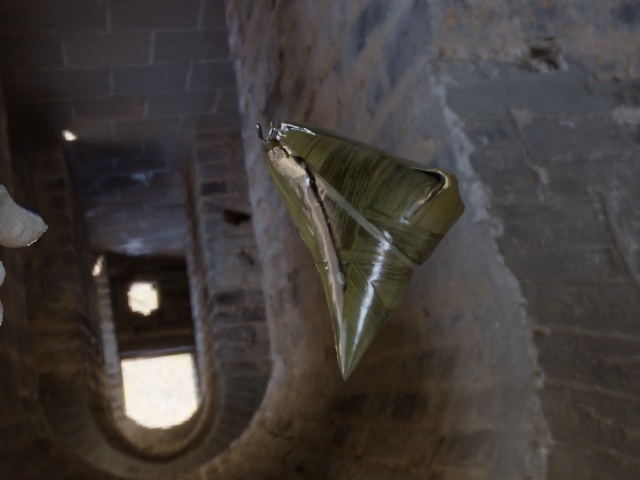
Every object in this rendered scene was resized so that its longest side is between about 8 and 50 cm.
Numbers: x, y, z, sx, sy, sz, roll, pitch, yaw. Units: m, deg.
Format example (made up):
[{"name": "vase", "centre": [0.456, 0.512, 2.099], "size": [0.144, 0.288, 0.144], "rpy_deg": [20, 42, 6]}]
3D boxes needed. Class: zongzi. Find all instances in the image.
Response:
[{"name": "zongzi", "centre": [-0.003, -0.001, 0.764], "size": [0.205, 0.204, 0.094], "rpy_deg": [25, 167, 27]}]

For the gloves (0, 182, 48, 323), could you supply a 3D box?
[{"name": "gloves", "centre": [-0.220, -0.005, 0.458], "size": [0.119, 0.097, 0.229], "rpy_deg": [-27, 159, -12]}]
